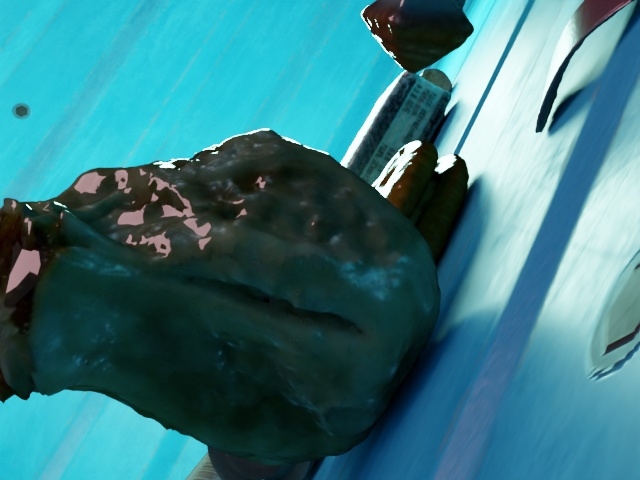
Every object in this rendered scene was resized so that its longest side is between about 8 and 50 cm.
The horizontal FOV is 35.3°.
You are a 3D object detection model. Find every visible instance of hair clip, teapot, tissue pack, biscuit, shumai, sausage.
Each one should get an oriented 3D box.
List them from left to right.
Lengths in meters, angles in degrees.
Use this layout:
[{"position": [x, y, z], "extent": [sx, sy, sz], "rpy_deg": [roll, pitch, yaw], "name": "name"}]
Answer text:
[{"position": [-0.071, 0.058, 0.629], "extent": [0.222, 0.260, 0.225], "rpy_deg": [-32, -52, -46], "name": "shumai"}, {"position": [-0.023, 0.159, 0.847], "extent": [0.091, 0.124, 0.092], "rpy_deg": [-24, -76, -71], "name": "teapot"}, {"position": [0.069, -0.082, 1.509], "extent": [0.316, 0.103, 0.228], "rpy_deg": [-60, 0, -9], "name": "tissue pack"}, {"position": [0.044, 0.009, 0.862], "extent": [0.220, 0.066, 0.220], "rpy_deg": [-54, 8, 10], "name": "biscuit"}, {"position": [0.182, -0.253, 1.707], "extent": [0.065, 0.065, 0.169], "rpy_deg": [-61, 2, 4], "name": "sausage"}, {"position": [0.158, -0.119, 0.599], "extent": [0.054, 0.022, 0.137], "rpy_deg": [-66, 4, -37], "name": "hair clip"}]

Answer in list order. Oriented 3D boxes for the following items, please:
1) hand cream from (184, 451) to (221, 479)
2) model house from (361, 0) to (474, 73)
[{"position": [-0.100, 0.255, 1.091], "extent": [0.306, 0.093, 0.147], "rpy_deg": [-60, 2, -41], "name": "hand cream"}, {"position": [0.155, -0.274, 0.714], "extent": [0.295, 0.251, 0.329], "rpy_deg": [-142, 56, -66], "name": "model house"}]
